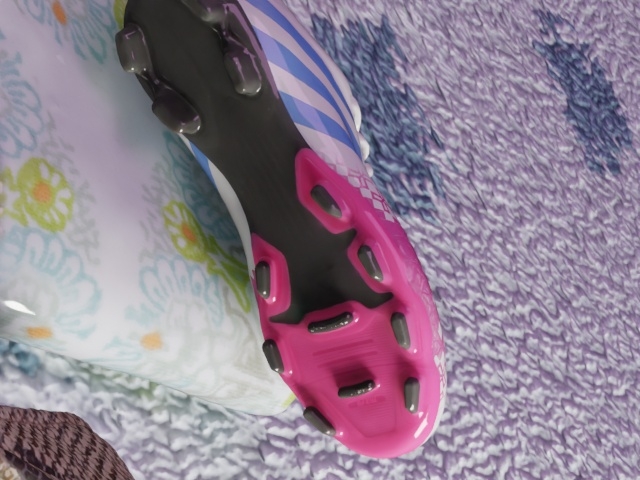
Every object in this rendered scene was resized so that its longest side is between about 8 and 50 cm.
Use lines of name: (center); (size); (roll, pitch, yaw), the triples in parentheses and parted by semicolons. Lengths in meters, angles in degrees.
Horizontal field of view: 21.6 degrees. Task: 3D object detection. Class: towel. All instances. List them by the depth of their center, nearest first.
towel: (-0.141, -0.096, 1.050); (0.320, 0.090, 0.374); (22, 51, -48)

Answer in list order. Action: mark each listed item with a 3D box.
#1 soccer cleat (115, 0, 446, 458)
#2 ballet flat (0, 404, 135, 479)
soccer cleat: (0.000, -0.032, 1.031); (0.331, 0.116, 0.143); (63, 29, -5)
ballet flat: (-0.249, 0.096, 0.717); (0.483, 0.164, 0.182); (25, 27, -54)
